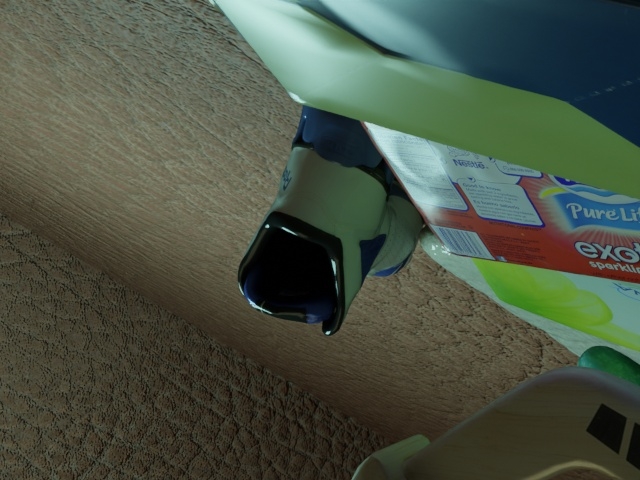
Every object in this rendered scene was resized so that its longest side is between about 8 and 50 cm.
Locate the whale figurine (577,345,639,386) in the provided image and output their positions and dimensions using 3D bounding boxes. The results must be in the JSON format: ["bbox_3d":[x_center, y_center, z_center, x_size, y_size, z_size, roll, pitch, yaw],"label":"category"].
[{"bbox_3d":[0.343,0.140,1.066,0.272,0.216,0.141,8,159,6],"label":"whale figurine"}]

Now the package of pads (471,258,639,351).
[{"bbox_3d":[0.210,-0.008,0.966,0.229,0.101,0.296,21,167,29],"label":"package of pads"}]

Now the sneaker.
[{"bbox_3d":[0.000,0.000,1.227,0.127,0.182,0.315,24,168,13],"label":"sneaker"}]

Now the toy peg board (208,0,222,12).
[{"bbox_3d":[-0.011,-0.199,0.719,0.160,0.079,0.161,2,159,24],"label":"toy peg board"}]

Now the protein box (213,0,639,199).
[{"bbox_3d":[0.088,-0.138,0.428,0.200,0.201,0.136,19,166,28],"label":"protein box"}]

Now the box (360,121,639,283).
[{"bbox_3d":[0.166,-0.060,0.709,0.257,0.123,0.128,9,147,44],"label":"box"}]

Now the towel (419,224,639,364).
[{"bbox_3d":[0.248,0.057,1.286,0.282,0.049,0.187,32,165,-24],"label":"towel"}]

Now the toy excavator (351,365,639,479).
[{"bbox_3d":[0.274,0.140,0.829,0.445,0.433,0.222,34,-159,26],"label":"toy excavator"}]
